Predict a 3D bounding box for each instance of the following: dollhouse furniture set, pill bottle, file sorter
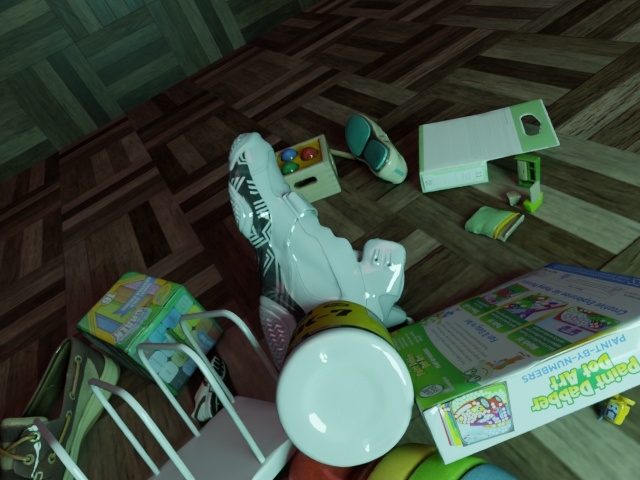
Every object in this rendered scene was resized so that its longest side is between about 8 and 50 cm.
[{"bbox_3d":[0.302,-0.071,0.726,0.152,0.058,0.076,-42,40,-19],"label":"dollhouse furniture set"},{"bbox_3d":[0.022,0.129,0.476,0.119,0.119,0.208,-25,1,2],"label":"pill bottle"},{"bbox_3d":[-0.183,0.219,0.484,0.278,0.173,0.193,-37,14,-37],"label":"file sorter"}]

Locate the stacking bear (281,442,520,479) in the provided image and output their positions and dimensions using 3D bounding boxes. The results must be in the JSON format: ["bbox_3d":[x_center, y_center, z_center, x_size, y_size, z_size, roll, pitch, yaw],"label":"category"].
[{"bbox_3d":[0.087,0.258,0.397,0.289,0.164,0.175,7,40,44],"label":"stacking bear"}]

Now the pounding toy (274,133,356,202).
[{"bbox_3d":[-0.013,-0.189,1.018,0.181,0.094,0.206,-19,39,10],"label":"pounding toy"}]

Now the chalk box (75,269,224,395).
[{"bbox_3d":[-0.263,0.150,0.739,0.213,0.132,0.132,8,50,36],"label":"chalk box"}]

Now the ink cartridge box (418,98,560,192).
[{"bbox_3d":[0.306,-0.180,0.856,0.235,0.056,0.171,-7,42,19],"label":"ink cartridge box"}]

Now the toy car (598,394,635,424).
[{"bbox_3d":[0.259,0.160,0.489,0.122,0.060,0.040,23,91,52],"label":"toy car"}]

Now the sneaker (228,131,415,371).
[{"bbox_3d":[0.000,0.000,0.659,0.210,0.137,0.365,-15,82,1],"label":"sneaker"}]

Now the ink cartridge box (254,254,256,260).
[{"bbox_3d":[-0.036,0.041,0.768,0.122,0.088,0.052,-28,36,-2],"label":"ink cartridge box"}]

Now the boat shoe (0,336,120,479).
[{"bbox_3d":[-0.428,0.299,0.669,0.123,0.123,0.342,-9,41,21],"label":"boat shoe"}]

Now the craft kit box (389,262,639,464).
[{"bbox_3d":[0.203,0.104,0.476,0.247,0.061,0.250,-21,2,3],"label":"craft kit box"}]

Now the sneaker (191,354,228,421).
[{"bbox_3d":[-0.168,0.221,0.679,0.044,0.040,0.109,-25,33,17],"label":"sneaker"}]

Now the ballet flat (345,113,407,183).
[{"bbox_3d":[0.121,-0.196,0.969,0.086,0.086,0.248,-24,39,3],"label":"ballet flat"}]
